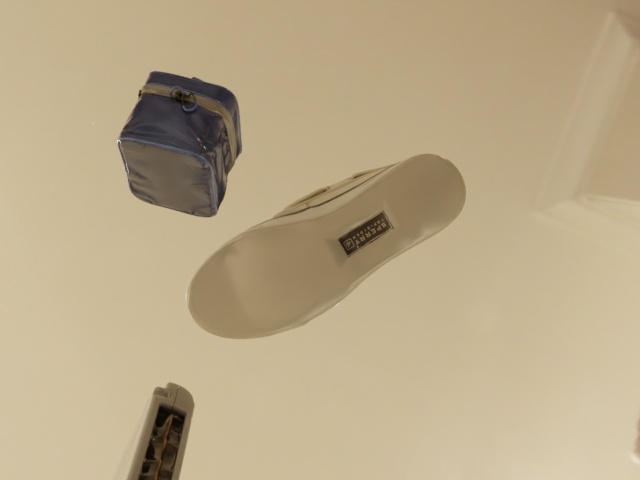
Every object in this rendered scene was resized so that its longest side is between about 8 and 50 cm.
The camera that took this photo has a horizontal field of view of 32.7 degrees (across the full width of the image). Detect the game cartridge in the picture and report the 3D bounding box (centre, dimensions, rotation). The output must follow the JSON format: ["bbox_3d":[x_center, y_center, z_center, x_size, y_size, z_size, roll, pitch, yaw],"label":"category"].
[{"bbox_3d":[-0.196,0.286,1.095,0.062,0.297,0.198,20,-74,-7],"label":"game cartridge"}]

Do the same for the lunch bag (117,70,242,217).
[{"bbox_3d":[-0.090,-0.068,0.721,0.067,0.098,0.065,15,-117,5],"label":"lunch bag"}]

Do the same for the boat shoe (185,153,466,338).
[{"bbox_3d":[0.000,0.000,0.973,0.268,0.088,0.096,-33,-80,-10],"label":"boat shoe"}]
